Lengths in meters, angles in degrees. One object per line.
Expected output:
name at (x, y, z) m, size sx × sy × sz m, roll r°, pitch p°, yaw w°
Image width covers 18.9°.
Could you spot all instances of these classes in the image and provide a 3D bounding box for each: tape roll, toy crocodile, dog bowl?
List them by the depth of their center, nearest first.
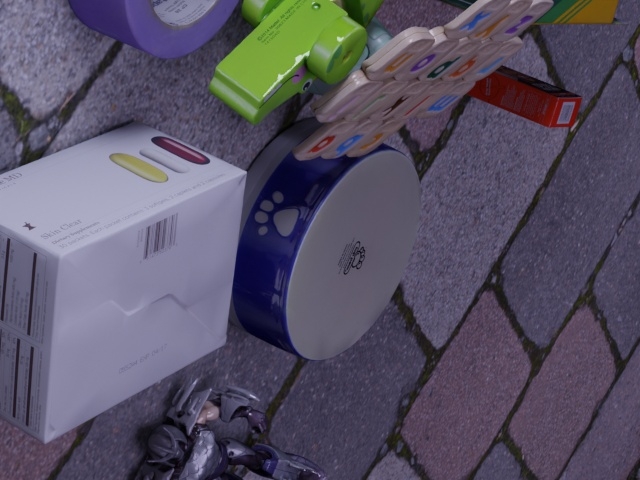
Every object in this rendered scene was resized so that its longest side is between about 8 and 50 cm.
tape roll at (-0.145, -0.269, 1.776) m, size 0.189 × 0.080 × 0.189 m, roll -38°, pitch 142°, yaw -38°
toy crocodile at (0.023, -0.244, 1.884) m, size 0.340 × 0.115 × 0.105 m, roll -51°, pitch 160°, yaw -17°
dog bowl at (0.000, 0.000, 2.194) m, size 0.265 × 0.104 × 0.265 m, roll -38°, pitch 142°, yaw -39°

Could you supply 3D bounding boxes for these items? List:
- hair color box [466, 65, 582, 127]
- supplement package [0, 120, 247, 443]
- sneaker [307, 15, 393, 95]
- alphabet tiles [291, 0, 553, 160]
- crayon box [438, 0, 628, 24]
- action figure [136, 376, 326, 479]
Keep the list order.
hair color box at (0.250, -0.185, 2.425) m, size 0.072 × 0.141 × 0.043 m, roll -7°, pitch 118°, yaw -57°
supplement package at (-0.215, 0.032, 1.822) m, size 0.262 × 0.145 × 0.204 m, roll -28°, pitch 135°, yaw -48°
sneaker at (0.027, -0.265, 1.988) m, size 0.094 × 0.151 × 0.256 m, roll -28°, pitch 133°, yaw -46°
alphabet tiles at (0.104, -0.171, 1.982) m, size 0.278 × 0.021 × 0.284 m, roll -38°, pitch 167°, yaw 25°
crayon box at (0.213, -0.314, 2.203) m, size 0.323 × 0.203 × 0.083 m, roll -9°, pitch 119°, yaw -57°
action figure at (-0.114, 0.258, 2.216) m, size 0.185 × 0.099 × 0.285 m, roll -56°, pitch 147°, yaw 2°
